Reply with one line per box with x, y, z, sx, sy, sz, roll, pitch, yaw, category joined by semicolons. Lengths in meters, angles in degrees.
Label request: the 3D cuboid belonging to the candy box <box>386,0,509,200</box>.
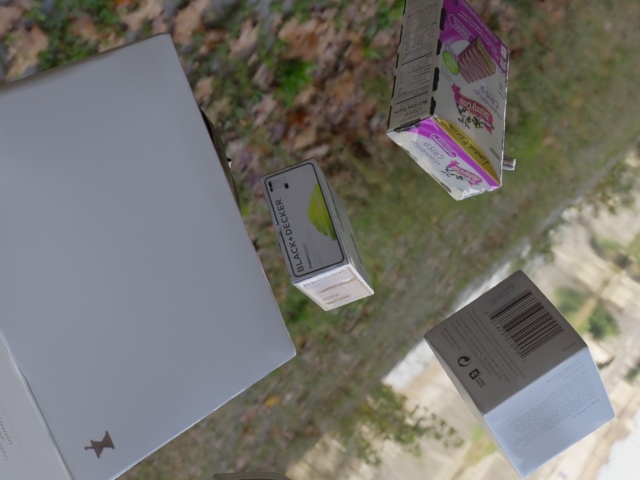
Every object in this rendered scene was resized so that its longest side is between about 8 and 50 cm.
0.167;-0.192;1.338;0.071;0.159;0.233;-17;-130;37;candy box

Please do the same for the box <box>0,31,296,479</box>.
-0.215;0.021;0.698;0.168;0.215;0.345;-30;-165;-38;box

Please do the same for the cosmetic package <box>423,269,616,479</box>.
0.251;0.170;1.322;0.151;0.151;0.184;-34;135;0;cosmetic package

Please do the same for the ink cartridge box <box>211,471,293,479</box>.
-0.064;0.334;1.132;0.208;0.087;0.153;153;-63;-77;ink cartridge box

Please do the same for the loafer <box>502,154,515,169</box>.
0.219;-0.134;1.493;0.045;0.125;0.039;-1;109;-68;loafer

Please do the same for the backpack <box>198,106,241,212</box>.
-0.220;-0.046;1.507;0.355;0.273;0.290;-80;155;-46;backpack

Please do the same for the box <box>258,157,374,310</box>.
0.000;0.000;1.596;0.087;0.169;0.290;-19;165;6;box
